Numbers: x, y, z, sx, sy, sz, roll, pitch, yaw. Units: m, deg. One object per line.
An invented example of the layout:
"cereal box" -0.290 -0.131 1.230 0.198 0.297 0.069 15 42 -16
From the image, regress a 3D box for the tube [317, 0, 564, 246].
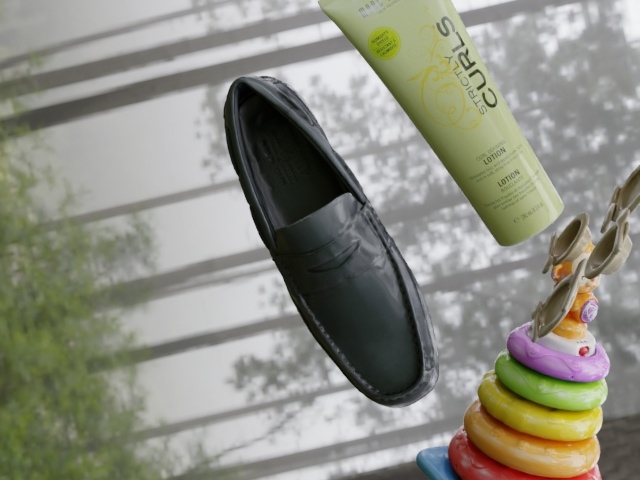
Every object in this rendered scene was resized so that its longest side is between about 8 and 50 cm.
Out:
"tube" 0.100 -0.106 0.897 0.070 0.062 0.240 -44 106 -41

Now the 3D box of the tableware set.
"tableware set" 0.226 0.004 0.986 0.169 0.020 0.141 -52 -172 45

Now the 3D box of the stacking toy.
"stacking toy" 0.231 0.141 1.188 0.166 0.175 0.302 37 -60 52

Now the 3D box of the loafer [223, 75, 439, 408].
"loafer" 0.000 0.000 0.710 0.223 0.076 0.078 62 9 12
